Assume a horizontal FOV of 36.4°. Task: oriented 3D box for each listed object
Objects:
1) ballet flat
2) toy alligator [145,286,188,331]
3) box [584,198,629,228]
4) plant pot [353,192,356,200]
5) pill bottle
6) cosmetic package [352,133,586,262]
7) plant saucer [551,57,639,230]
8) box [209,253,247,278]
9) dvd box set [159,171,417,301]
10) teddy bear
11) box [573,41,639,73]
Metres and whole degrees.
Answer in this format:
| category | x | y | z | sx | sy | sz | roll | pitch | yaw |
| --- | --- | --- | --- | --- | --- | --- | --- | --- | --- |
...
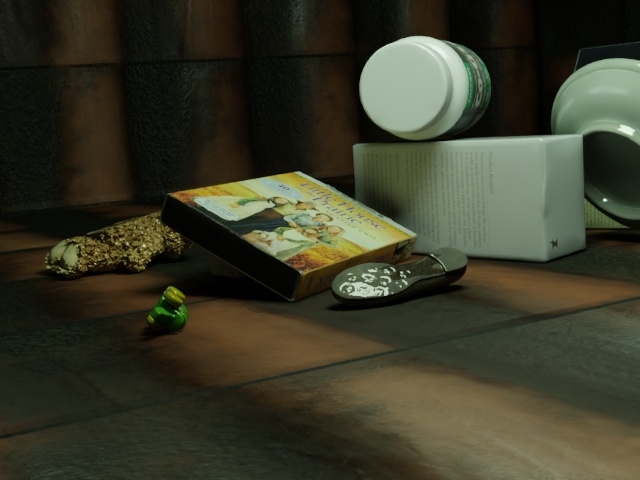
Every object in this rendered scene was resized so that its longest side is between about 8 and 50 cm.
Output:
| category | x | y | z | sx | sy | sz | roll | pitch | yaw |
| --- | --- | --- | --- | --- | --- | --- | --- | --- | --- |
| ballet flat | 0.127 | 0.067 | 1.549 | 0.249 | 0.058 | 0.084 | -14 | 47 | -29 |
| toy alligator | -0.221 | 0.104 | 1.457 | 0.051 | 0.056 | 0.190 | 38 | 3 | -7 |
| box | 0.620 | -0.096 | 2.220 | 0.242 | 0.117 | 0.213 | 1 | 9 | 28 |
| plant pot | 0.212 | -0.120 | 2.313 | 0.293 | 0.196 | 0.293 | -3 | 8 | 0 |
| pill bottle | 0.213 | -0.305 | 1.962 | 0.204 | 0.204 | 0.361 | -1 | 8 | 21 |
| cosmetic package | 0.287 | -0.091 | 1.946 | 0.453 | 0.230 | 0.161 | 5 | 11 | 43 |
| plant saucer | 0.593 | -0.150 | 1.860 | 0.100 | 0.401 | 0.400 | -40 | 25 | -27 |
| box | -0.146 | 0.021 | 1.864 | 0.101 | 0.087 | 0.102 | -10 | 10 | -39 |
| dvd box set | -0.045 | -0.022 | 1.792 | 0.307 | 0.062 | 0.420 | 30 | 23 | 25 |
| teddy bear | -0.410 | 0.016 | 2.055 | 0.245 | 0.113 | 0.338 | -6 | 12 | 45 |
| box | 0.920 | -0.280 | 2.343 | 0.471 | 0.298 | 0.480 | 14 | 0 | -26 |
